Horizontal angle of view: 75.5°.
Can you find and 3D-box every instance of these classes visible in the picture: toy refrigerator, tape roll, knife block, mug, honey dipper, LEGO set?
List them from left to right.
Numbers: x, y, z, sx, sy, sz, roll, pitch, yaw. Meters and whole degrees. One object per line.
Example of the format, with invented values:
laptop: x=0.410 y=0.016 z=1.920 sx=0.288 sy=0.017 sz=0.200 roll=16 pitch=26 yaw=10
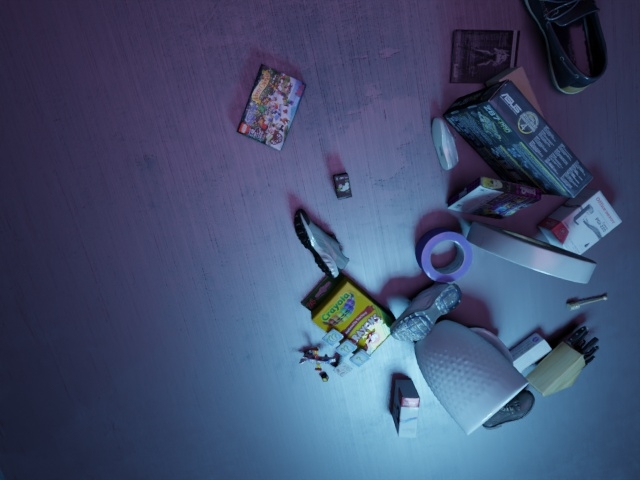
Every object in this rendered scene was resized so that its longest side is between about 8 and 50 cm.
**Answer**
LEGO set: x=0.043 y=0.452 z=1.544 sx=0.182 sy=0.060 sz=0.244 roll=37 pitch=125 yaw=-8
tape roll: x=0.448 y=0.052 z=1.504 sx=0.189 sy=0.080 sz=0.189 roll=-1 pitch=104 yaw=-4
mug: x=0.543 y=0.446 z=1.494 sx=0.374 sy=0.328 sz=0.276 roll=-18 pitch=142 yaw=-32
toy refrigerator: x=0.660 y=-0.430 z=1.382 sx=0.094 sy=0.102 sz=0.269 roll=-31 pitch=107 yaw=7
tape roll: x=0.676 y=0.030 z=1.355 sx=0.392 sy=0.392 sz=0.072 roll=17 pitch=102 yaw=-7
knife block: x=0.933 y=0.449 z=1.575 sx=0.275 sy=0.088 sz=0.242 roll=-4 pitch=117 yaw=-28
honey dipper: x=1.041 y=0.241 z=1.610 sx=0.160 sy=0.030 sz=0.030 roll=-12 pitch=104 yaw=-4

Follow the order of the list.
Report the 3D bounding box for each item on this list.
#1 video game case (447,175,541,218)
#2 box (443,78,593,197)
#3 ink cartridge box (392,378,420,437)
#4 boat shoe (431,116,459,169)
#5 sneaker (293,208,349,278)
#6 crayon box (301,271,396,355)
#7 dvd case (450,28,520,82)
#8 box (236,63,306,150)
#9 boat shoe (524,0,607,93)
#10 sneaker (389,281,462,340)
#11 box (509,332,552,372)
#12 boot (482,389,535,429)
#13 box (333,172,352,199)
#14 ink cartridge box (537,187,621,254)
video game case: x=0.576 y=-0.138 z=1.395 sx=0.210 sy=0.232 sz=0.042 roll=11 pitch=75 yaw=-5
box: x=0.603 y=-0.306 z=1.307 sx=0.395 sy=0.318 sz=0.097 roll=42 pitch=95 yaw=-10
ink cartridge box: x=0.331 y=0.653 z=1.613 sx=0.072 sy=0.127 sz=0.175 roll=2 pitch=103 yaw=-3
boat shoe: x=0.436 y=-0.338 z=1.423 sx=0.063 sy=0.066 sz=0.184 roll=-23 pitch=101 yaw=-12
sneaker: x=0.000 y=0.000 z=1.469 sx=0.108 sy=0.100 sz=0.271 roll=-38 pitch=100 yaw=-19
crayon box: x=0.108 y=0.277 z=1.537 sx=0.318 sy=0.081 sz=0.202 roll=40 pitch=98 yaw=-11
dvd case: x=0.549 y=-0.615 z=1.385 sx=0.221 sy=0.018 sz=0.164 roll=-1 pitch=104 yaw=-3
box: x=-0.162 y=-0.437 z=1.371 sx=0.159 sy=0.044 sz=0.233 roll=21 pitch=101 yaw=-8
boat shoe: x=0.781 y=-0.719 z=1.306 sx=0.187 sy=0.156 sz=0.500 roll=-22 pitch=102 yaw=4
sneaker: x=0.372 y=0.257 z=1.507 sx=0.297 sy=0.129 sz=0.111 roll=-34 pitch=106 yaw=-8
box: x=0.750 y=0.494 z=1.633 sx=0.324 sy=0.063 sz=0.067 roll=-40 pitch=104 yaw=6
boot: x=0.696 y=0.640 z=1.603 sx=0.263 sy=0.091 sz=0.229 roll=-37 pitch=131 yaw=7
box: x=0.076 y=-0.189 z=1.434 sx=0.052 sy=0.062 sz=0.083 roll=-11 pitch=104 yaw=1
ink cartridge box: x=0.938 y=-0.061 z=1.500 sx=0.218 sy=0.092 sz=0.158 roll=-42 pitch=102 yaw=5
